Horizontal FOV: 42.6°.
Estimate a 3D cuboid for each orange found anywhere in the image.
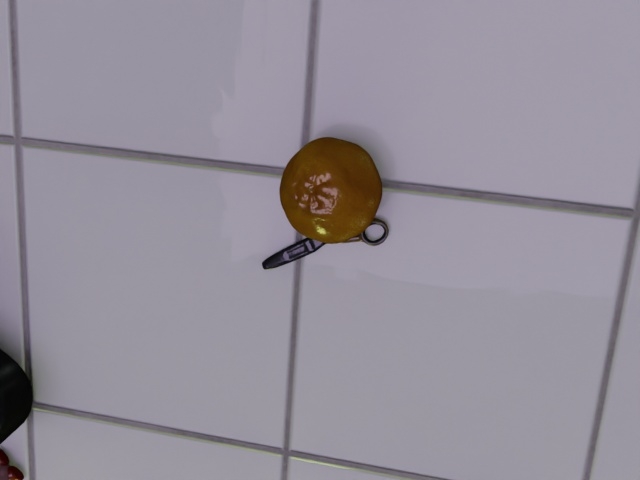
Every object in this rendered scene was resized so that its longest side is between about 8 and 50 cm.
[{"bbox_3d":[0.011,-0.074,1.210,0.159,0.136,0.158,1,93,26],"label":"orange"}]

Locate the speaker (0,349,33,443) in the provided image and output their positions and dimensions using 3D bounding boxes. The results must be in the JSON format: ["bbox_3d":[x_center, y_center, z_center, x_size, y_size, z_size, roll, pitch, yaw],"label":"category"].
[{"bbox_3d":[-0.659,0.176,1.434,0.388,0.180,0.184,41,99,-4],"label":"speaker"}]

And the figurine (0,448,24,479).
[{"bbox_3d":[-0.621,0.446,1.558,0.071,0.067,0.083,-38,78,0],"label":"figurine"}]

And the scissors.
[{"bbox_3d":[0.000,0.000,1.304,0.220,0.017,0.088,-25,98,19],"label":"scissors"}]
